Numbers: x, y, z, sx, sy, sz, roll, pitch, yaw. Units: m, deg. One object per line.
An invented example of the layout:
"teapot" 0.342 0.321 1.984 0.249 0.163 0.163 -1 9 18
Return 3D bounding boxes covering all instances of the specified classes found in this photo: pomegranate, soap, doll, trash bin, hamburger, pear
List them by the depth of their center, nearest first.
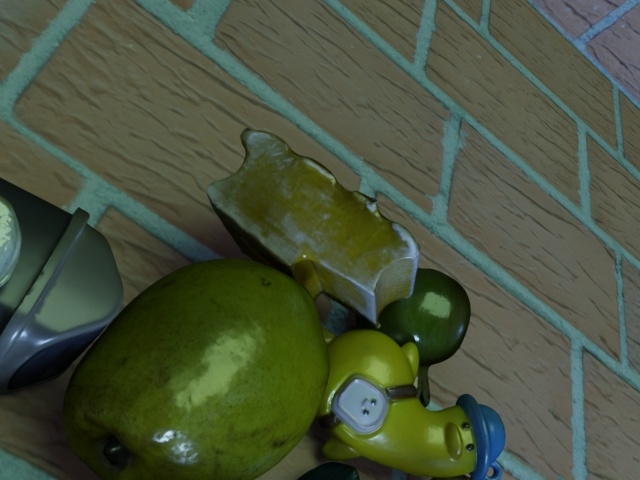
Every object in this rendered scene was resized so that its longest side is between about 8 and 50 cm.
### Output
"hamburger" -0.303 0.014 0.687 0.121 0.054 0.084 -40 93 -29
"trash bin" -0.353 0.028 0.807 0.290 0.209 0.182 32 51 -16
"pear" -0.126 0.152 0.899 0.253 0.253 0.307 53 36 -1
"soap" 0.000 0.000 1.058 0.259 0.281 0.143 33 79 13
"doll" 0.092 0.233 1.126 0.363 0.145 0.199 32 75 -1
"pomegranate" 0.137 0.135 1.234 0.179 0.179 0.210 29 53 -27

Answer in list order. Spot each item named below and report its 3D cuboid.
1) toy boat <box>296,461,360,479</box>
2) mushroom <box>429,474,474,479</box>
"toy boat" -0.010 0.342 1.011 0.093 0.103 0.246 43 25 10
"mushroom" 0.192 0.394 1.138 0.148 0.112 0.148 6 42 -6
